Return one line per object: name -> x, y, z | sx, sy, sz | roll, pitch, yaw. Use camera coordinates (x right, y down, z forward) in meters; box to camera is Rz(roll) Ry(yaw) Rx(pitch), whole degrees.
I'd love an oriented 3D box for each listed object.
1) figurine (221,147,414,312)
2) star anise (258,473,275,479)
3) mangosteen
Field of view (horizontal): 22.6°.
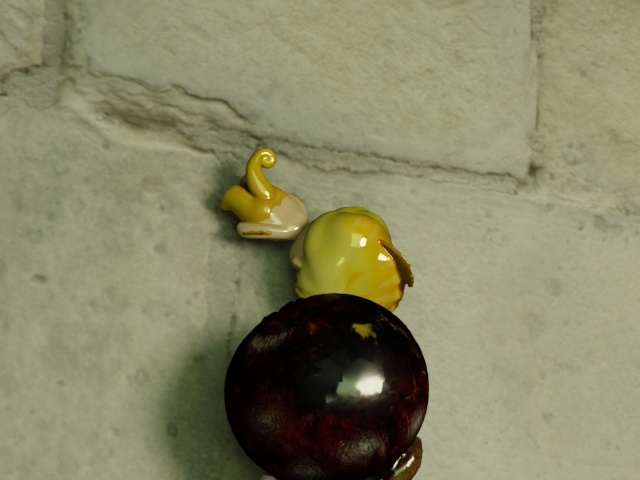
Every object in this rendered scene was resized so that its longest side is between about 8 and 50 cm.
figurine -> 0.000, 0.000, 1.866 | 0.246, 0.131, 0.156 | 31, 48, 11
star anise -> -0.050, 0.380, 1.705 | 0.230, 0.081, 0.262 | -10, 83, -10
mangosteen -> 0.019, 0.187, 1.746 | 0.228, 0.228, 0.265 | -34, 109, -24
